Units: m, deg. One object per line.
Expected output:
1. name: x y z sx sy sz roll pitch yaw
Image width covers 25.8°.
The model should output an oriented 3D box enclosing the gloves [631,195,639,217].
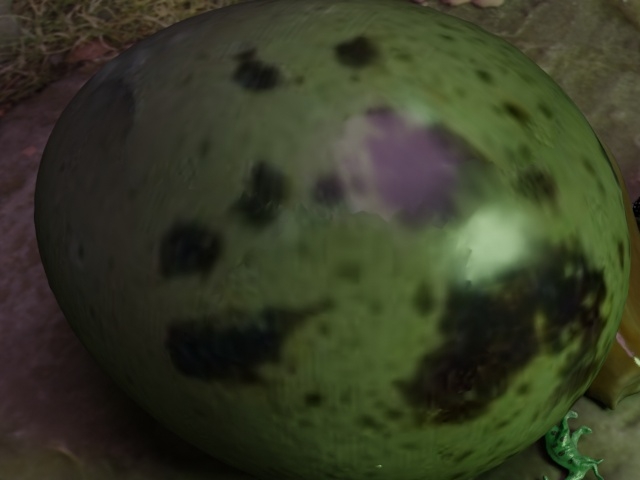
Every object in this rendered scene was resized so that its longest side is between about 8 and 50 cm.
1. gloves: 0.359 -0.037 1.164 0.212 0.111 0.127 9 31 33

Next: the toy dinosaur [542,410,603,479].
1. toy dinosaur: 0.181 0.160 1.067 0.083 0.021 0.062 29 65 18

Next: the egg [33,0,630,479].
1. egg: 0.000 0.000 0.979 0.428 0.345 0.345 8 47 22

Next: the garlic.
1. garlic: 0.201 -0.004 1.171 0.143 0.112 0.318 -9 61 -16
